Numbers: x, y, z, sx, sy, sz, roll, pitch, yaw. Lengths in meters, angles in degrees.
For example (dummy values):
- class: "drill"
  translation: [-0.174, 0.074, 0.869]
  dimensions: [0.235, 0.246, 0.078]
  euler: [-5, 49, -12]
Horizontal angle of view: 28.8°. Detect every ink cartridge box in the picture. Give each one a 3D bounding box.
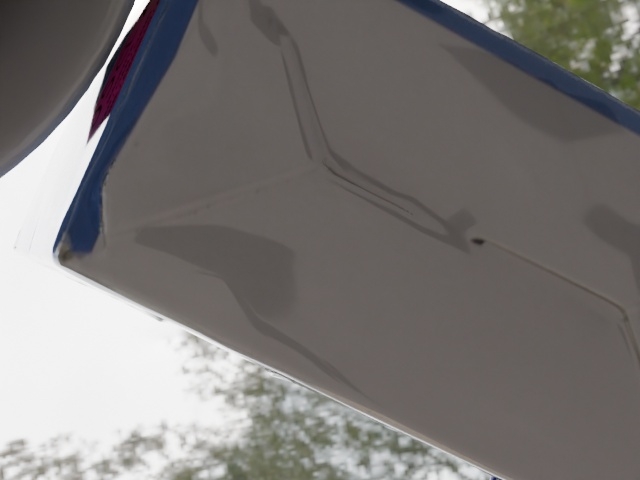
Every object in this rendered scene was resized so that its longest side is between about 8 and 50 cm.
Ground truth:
- class: "ink cartridge box"
  translation: [0.000, 0.000, 0.619]
  dimensions: [0.270, 0.395, 0.151]
  euler: [27, -99, -14]

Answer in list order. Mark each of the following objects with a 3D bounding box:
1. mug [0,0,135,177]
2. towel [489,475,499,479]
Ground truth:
- class: "mug"
  translation: [-0.293, -0.148, 0.525]
  dimensions: [0.374, 0.328, 0.276]
  euler: [-51, -45, 0]
- class: "towel"
  translation: [0.322, 0.279, 1.264]
  dimensions: [0.076, 0.308, 0.227]
  euler: [-98, 15, -65]
